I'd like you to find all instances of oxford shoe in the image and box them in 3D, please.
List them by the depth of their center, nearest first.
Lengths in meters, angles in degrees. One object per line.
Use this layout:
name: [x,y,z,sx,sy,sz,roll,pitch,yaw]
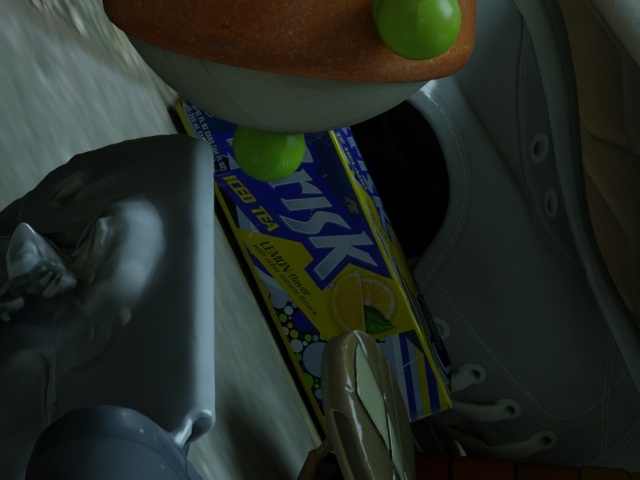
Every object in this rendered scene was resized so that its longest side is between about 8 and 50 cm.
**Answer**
oxford shoe: [0.079,0.041,0.882,0.130,0.169,0.449,-40,127,-30]

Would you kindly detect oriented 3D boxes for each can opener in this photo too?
can opener: [-0.046,0.083,0.349,0.283,0.076,0.095,-95,159,-49]

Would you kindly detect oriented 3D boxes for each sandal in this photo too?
sandal: [0.015,0.111,0.652,0.180,0.049,0.072,78,8,-46]

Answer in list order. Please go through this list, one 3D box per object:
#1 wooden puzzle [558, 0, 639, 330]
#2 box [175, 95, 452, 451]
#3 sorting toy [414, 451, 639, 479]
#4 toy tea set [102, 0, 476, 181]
wooden puzzle: [0.194,-0.009,0.862,0.347,0.081,0.322,71,-3,-46]
box: [0.000,0.000,0.724,0.054,0.059,0.169,-80,147,-71]
sorting toy: [0.140,0.248,0.768,0.127,0.126,0.365,48,23,-59]
toy tea set: [-0.046,-0.109,0.518,0.336,0.200,0.124,-67,166,-73]
